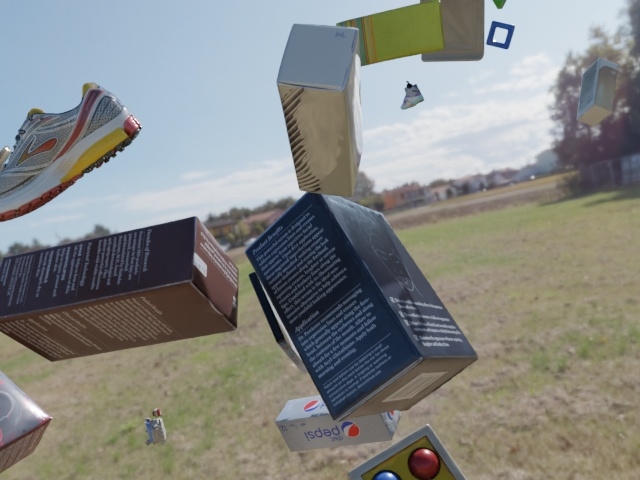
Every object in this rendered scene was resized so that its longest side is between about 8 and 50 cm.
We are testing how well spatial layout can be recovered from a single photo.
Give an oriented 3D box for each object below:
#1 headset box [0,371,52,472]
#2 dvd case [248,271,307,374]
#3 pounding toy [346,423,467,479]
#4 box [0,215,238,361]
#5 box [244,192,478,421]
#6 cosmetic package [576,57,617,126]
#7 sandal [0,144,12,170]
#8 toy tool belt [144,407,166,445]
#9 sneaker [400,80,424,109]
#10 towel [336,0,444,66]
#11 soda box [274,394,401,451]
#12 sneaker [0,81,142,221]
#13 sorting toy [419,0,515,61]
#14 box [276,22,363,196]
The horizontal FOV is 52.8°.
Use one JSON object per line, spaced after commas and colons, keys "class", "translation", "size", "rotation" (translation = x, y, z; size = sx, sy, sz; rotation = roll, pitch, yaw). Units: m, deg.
{"class": "headset box", "translation": [-0.685, 0.352, 1.227], "size": [0.110, 0.218, 0.293], "rotation": [-56, -11, 18]}
{"class": "dvd case", "translation": [-0.093, 0.195, 1.490], "size": [0.022, 0.181, 0.253], "rotation": [-26, -29, -1]}
{"class": "pounding toy", "translation": [0.120, 0.289, 0.712], "size": [0.130, 0.141, 0.100], "rotation": [-26, -31, -16]}
{"class": "box", "translation": [-0.353, 0.093, 1.130], "size": [0.380, 0.143, 0.191], "rotation": [-9, -34, 12]}
{"class": "box", "translation": [0.081, 0.127, 1.289], "size": [0.212, 0.396, 0.293], "rotation": [-41, -28, 20]}
{"class": "cosmetic package", "translation": [0.530, -0.284, 1.236], "size": [0.041, 0.115, 0.060], "rotation": [19, -22, -6]}
{"class": "sandal", "translation": [-0.506, -0.067, 1.002], "size": [0.049, 0.180, 0.072], "rotation": [26, -44, -35]}
{"class": "toy tool belt", "translation": [-0.401, 0.445, 1.536], "size": [0.051, 0.084, 0.052], "rotation": [-12, 4, -7]}
{"class": "sneaker", "translation": [0.238, -0.393, 1.729], "size": [0.038, 0.069, 0.098], "rotation": [-21, 3, -26]}
{"class": "towel", "translation": [0.144, -0.431, 1.361], "size": [0.237, 0.102, 0.021], "rotation": [-3, 11, 30]}
{"class": "soda box", "translation": [0.040, 0.426, 1.539], "size": [0.286, 0.098, 0.091], "rotation": [-18, 17, 29]}
{"class": "sneaker", "translation": [-0.324, -0.098, 0.753], "size": [0.225, 0.093, 0.088], "rotation": [-40, 12, -14]}
{"class": "sorting toy", "translation": [0.359, -0.589, 1.755], "size": [0.347, 0.196, 0.047], "rotation": [8, 21, 30]}
{"class": "box", "translation": [0.008, -0.180, 0.952], "size": [0.094, 0.113, 0.275], "rotation": [8, -26, 10]}
